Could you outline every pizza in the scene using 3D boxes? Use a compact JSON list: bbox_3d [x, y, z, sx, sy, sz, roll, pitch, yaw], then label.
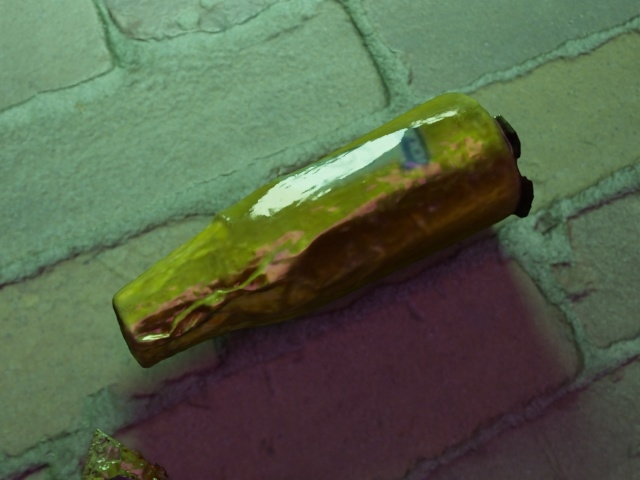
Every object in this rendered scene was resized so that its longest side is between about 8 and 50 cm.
[{"bbox_3d":[-0.211,0.240,1.005,0.122,0.026,0.109,-22,75,-14],"label":"pizza"}]

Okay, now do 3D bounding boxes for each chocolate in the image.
[{"bbox_3d":[0.000,0.000,1.045,0.445,0.162,0.162,-28,79,-14],"label":"chocolate"}]

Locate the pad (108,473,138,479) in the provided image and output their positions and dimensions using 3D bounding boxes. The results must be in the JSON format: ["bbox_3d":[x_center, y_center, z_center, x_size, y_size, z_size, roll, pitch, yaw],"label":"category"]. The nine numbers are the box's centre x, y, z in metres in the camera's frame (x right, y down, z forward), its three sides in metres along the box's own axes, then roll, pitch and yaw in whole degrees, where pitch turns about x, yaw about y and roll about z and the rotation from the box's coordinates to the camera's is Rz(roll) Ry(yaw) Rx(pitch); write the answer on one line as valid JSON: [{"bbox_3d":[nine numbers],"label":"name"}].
[{"bbox_3d":[-0.175,0.316,0.979,0.112,0.003,0.157,19,85,-3],"label":"pad"}]
